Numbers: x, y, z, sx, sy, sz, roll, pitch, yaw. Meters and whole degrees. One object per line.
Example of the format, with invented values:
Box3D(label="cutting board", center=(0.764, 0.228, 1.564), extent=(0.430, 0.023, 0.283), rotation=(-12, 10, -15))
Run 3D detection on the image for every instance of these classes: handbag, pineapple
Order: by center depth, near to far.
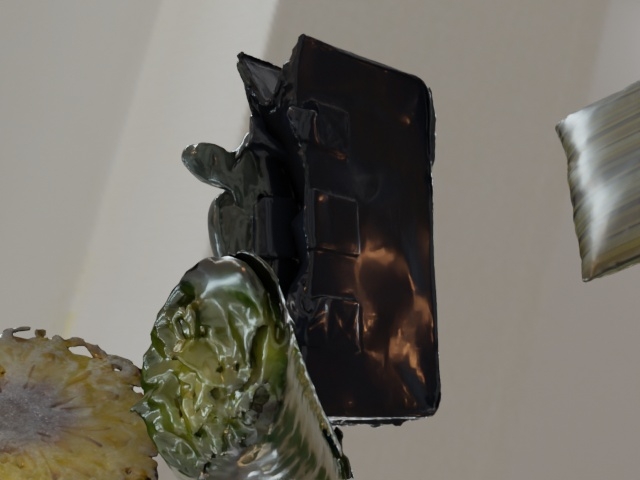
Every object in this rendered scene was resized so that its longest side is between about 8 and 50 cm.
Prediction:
Box3D(label="pineapple", center=(-0.242, 0.244, 1.160), extent=(0.262, 0.262, 0.272), rotation=(-21, -48, -34))
Box3D(label="handbag", center=(0.000, 0.000, 1.346), extent=(0.269, 0.118, 0.326), rotation=(13, -109, -57))

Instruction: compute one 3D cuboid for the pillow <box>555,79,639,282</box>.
Box3D(label="pillow", center=(0.213, -0.049, 1.010), extent=(0.038, 0.113, 0.203), rotation=(53, -158, -25))

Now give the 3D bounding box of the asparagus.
Box3D(label="asparagus", center=(-0.055, 0.125, 1.051), extent=(0.128, 0.382, 0.108), rotation=(-16, -117, 0))
